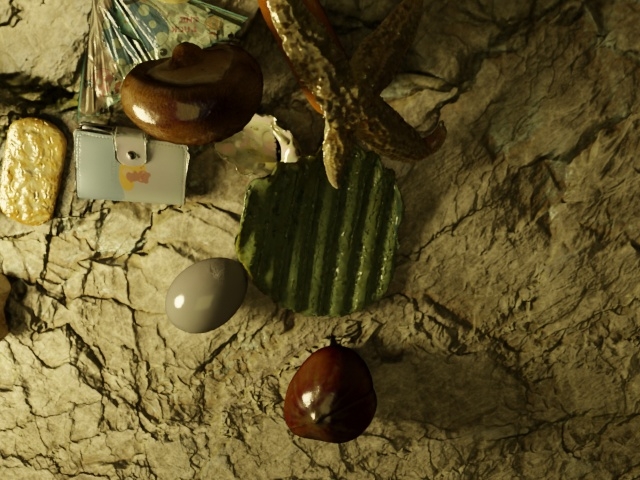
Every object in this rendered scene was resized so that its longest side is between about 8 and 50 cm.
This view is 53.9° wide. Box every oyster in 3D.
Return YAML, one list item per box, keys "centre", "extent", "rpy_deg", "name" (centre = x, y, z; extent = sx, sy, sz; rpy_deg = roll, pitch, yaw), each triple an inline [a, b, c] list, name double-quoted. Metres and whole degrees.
- centre: [-0.116, -0.192, 1.253]
  extent: [0.209, 0.072, 0.133]
  rpy_deg: [12, 100, -1]
  name: "oyster"

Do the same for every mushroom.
- centre: [-0.221, -0.261, 1.117]
  extent: [0.253, 0.253, 0.153]
  rpy_deg: [-5, 129, 4]
  name: "mushroom"

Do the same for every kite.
- centre: [-0.327, -0.355, 1.212]
  extent: [0.406, 0.014, 0.368]
  rpy_deg: [-26, 112, 12]
  name: "kite"

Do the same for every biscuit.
- centre: [-0.601, -0.140, 1.311]
  extent: [0.118, 0.029, 0.247]
  rpy_deg: [18, 114, -7]
  name: "biscuit"

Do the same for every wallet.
- centre: [-0.382, -0.153, 1.280]
  extent: [0.231, 0.069, 0.170]
  rpy_deg: [5, 120, -7]
  name: "wallet"

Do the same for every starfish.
- centre: [0.085, -0.307, 1.118]
  extent: [0.324, 0.082, 0.432]
  rpy_deg: [-25, 117, -17]
  name: "starfish"

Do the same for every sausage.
- centre: [-0.022, -0.363, 1.151]
  extent: [0.105, 0.105, 0.274]
  rpy_deg: [-24, 113, 12]
  name: "sausage"

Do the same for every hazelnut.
- centre: [0.022, 0.352, 1.427]
  extent: [0.229, 0.229, 0.229]
  rpy_deg: [1, 115, 1]
  name: "hazelnut"

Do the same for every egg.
- centre: [-0.245, 0.118, 1.358]
  extent: [0.198, 0.146, 0.146]
  rpy_deg: [-34, 110, 9]
  name: "egg"

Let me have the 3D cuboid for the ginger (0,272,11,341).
- centre: [-0.753, 0.154, 1.433]
  extent: [0.095, 0.069, 0.190]
  rpy_deg: [-2, 117, -22]
  name: "ginger"

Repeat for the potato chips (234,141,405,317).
- centre: [0.000, 0.000, 1.308]
  extent: [0.358, 0.070, 0.429]
  rpy_deg: [-3, 125, -15]
  name: "potato chips"

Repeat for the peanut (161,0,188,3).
- centre: [-0.220, -0.480, 1.089]
  extent: [0.274, 0.111, 0.125]
  rpy_deg: [-9, 80, 8]
  name: "peanut"
